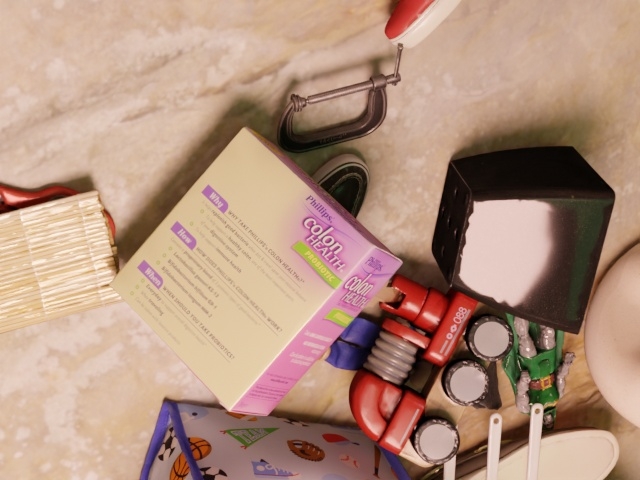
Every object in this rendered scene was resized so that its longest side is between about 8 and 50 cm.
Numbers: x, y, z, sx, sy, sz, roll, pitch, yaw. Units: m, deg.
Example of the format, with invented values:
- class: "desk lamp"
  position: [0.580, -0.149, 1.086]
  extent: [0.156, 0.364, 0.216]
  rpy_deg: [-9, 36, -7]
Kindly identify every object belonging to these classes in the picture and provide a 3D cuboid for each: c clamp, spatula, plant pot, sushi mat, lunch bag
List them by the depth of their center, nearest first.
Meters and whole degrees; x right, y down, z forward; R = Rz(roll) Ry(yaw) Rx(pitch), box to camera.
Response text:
- class: "sushi mat"
  position: [-0.386, 0.046, 1.479]
  extent: [0.317, 0.019, 0.151]
  rpy_deg: [-15, 118, -9]
- class: "c clamp"
  position: [0.021, -0.161, 1.527]
  extent: [0.161, 0.022, 0.137]
  rpy_deg: [-19, 146, -9]
- class: "lunch bag"
  position: [-0.033, 0.393, 1.568]
  extent: [0.328, 0.385, 0.238]
  rpy_deg: [9, 109, -24]
- class: "plant pot"
  position: [0.238, -0.011, 1.612]
  extent: [0.167, 0.188, 0.187]
  rpy_deg: [6, 111, -10]
- class: "spatula"
  position: [0.225, 0.337, 1.744]
  extent: [0.168, 0.019, 0.242]
  rpy_deg: [-1, 102, -12]

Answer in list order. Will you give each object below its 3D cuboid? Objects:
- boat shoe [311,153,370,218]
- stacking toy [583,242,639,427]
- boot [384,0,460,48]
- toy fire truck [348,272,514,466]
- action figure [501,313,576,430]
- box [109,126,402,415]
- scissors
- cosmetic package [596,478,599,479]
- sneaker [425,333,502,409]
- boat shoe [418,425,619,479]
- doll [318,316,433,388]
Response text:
- class: "boat shoe"
  position: [0.000, 0.000, 1.584]
  extent: [0.078, 0.070, 0.219]
  rpy_deg: [24, 103, -27]
- class: "stacking toy"
  position: [0.578, 0.229, 1.806]
  extent: [0.351, 0.350, 0.480]
  rpy_deg: [-33, 136, -4]
- class: "boot"
  position: [0.103, -0.353, 1.465]
  extent: [0.176, 0.088, 0.244]
  rpy_deg: [29, 101, -20]
- class: "toy fire truck"
  position: [0.087, 0.135, 1.599]
  extent: [0.246, 0.158, 0.217]
  rpy_deg: [28, 89, -3]
- class: "action figure"
  position: [0.297, 0.165, 1.777]
  extent: [0.137, 0.063, 0.232]
  rpy_deg: [-21, 122, -14]
- class: "box"
  position: [-0.073, 0.037, 1.481]
  extent: [0.243, 0.213, 0.117]
  rpy_deg: [-49, 159, 6]
- class: "scissors"
  position: [-0.365, -0.057, 1.457]
  extent: [0.297, 0.021, 0.109]
  rpy_deg: [37, 99, -28]
- class: "cosmetic package"
  position: [0.322, 0.469, 1.880]
  extent: [0.296, 0.129, 0.153]
  rpy_deg: [-43, 118, 3]
- class: "sneaker"
  position: [0.194, 0.152, 1.735]
  extent: [0.089, 0.051, 0.170]
  rpy_deg: [-17, 98, -42]
- class: "boat shoe"
  position: [0.263, 0.325, 1.809]
  extent: [0.305, 0.091, 0.109]
  rpy_deg: [-21, 107, -8]
- class: "doll"
  position: [0.074, 0.154, 1.694]
  extent: [0.189, 0.046, 0.129]
  rpy_deg: [22, 96, -33]
